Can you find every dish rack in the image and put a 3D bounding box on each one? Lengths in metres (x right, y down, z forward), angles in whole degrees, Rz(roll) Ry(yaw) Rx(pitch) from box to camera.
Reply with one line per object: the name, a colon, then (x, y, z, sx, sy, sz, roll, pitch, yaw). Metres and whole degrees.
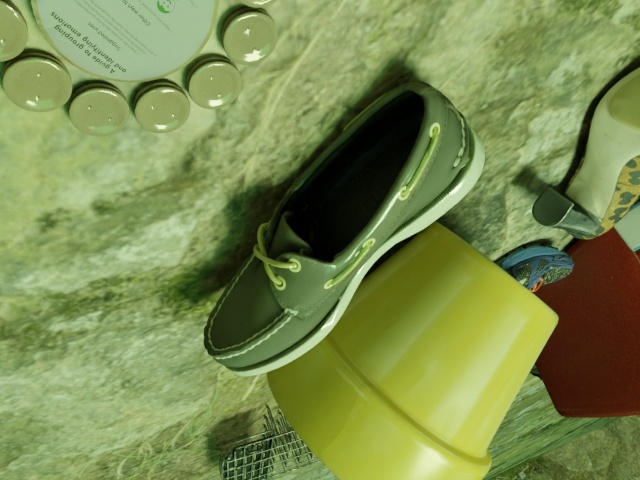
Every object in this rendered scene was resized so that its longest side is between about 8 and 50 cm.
dish rack: (-0.029, 0.306, 0.874, 0.271, 0.074, 0.208, -12, 141, -19)

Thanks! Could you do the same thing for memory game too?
memory game: (-0.105, -0.133, 0.307, 0.186, 0.012, 0.186, -19, 145, -14)

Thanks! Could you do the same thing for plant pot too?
plant pot: (0.110, 0.119, 0.597, 0.239, 0.254, 0.254, -52, 141, 6)
plant pot: (0.469, 0.139, 0.854, 0.267, 0.267, 0.235, 5, 147, -38)

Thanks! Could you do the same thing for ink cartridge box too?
ink cartridge box: (0.447, -0.040, 0.724, 0.122, 0.052, 0.088, -16, 159, -48)

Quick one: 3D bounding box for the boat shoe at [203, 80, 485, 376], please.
boat shoe: (-0.002, -0.003, 0.464, 0.305, 0.109, 0.091, -44, 142, 13)

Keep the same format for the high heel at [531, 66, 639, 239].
high heel: (0.358, -0.106, 0.605, 0.186, 0.093, 0.261, 4, 135, -51)

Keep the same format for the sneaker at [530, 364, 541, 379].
sneaker: (0.476, 0.235, 1.122, 0.234, 0.078, 0.106, 9, 134, -36)

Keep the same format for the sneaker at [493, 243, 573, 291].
sneaker: (0.249, 0.080, 0.754, 0.221, 0.087, 0.083, -24, 146, -5)
